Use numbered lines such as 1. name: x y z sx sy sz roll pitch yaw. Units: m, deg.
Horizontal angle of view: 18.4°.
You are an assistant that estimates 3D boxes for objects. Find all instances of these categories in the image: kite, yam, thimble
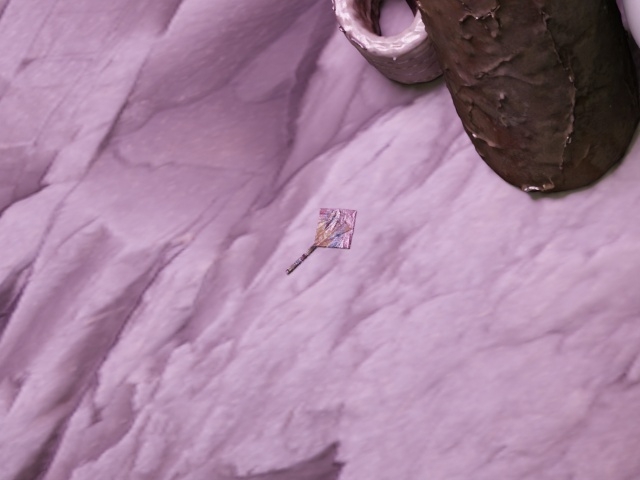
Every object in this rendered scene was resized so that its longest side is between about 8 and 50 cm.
1. kite: 0.005 0.003 1.742 0.044 0.002 0.078 27 85 26
2. yam: 0.159 -0.189 1.600 0.168 0.304 0.168 -12 51 14
3. thimble: 0.068 -0.201 1.724 0.102 0.090 0.115 -44 65 6

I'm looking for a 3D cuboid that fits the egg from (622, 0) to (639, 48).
1. egg: 0.395 -0.264 1.531 0.371 0.230 0.230 -43 64 1
